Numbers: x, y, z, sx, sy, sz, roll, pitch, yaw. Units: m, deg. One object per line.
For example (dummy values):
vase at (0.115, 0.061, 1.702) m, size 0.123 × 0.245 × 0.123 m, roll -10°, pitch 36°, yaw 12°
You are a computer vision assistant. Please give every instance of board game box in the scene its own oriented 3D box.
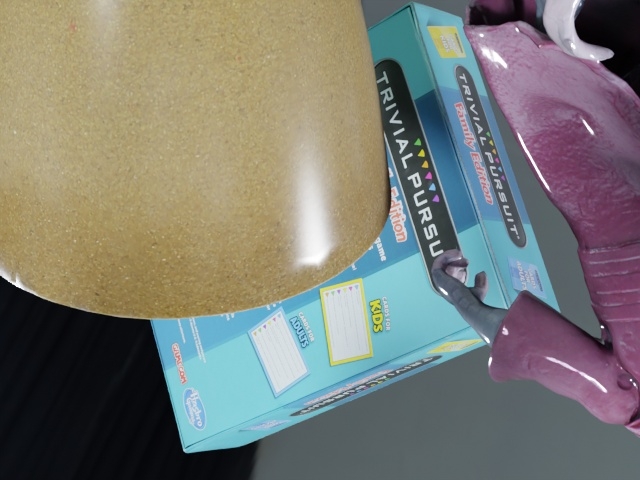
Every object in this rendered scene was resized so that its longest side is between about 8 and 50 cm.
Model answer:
board game box at (0.000, 0.000, 1.210) m, size 0.336 × 0.254 × 0.079 m, roll -26°, pitch 162°, yaw 33°

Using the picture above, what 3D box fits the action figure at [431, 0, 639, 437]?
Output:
action figure at (0.214, 0.000, 0.859) m, size 0.276 × 0.248 × 0.370 m, roll -164°, pitch 61°, yaw -75°

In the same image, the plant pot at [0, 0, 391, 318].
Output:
plant pot at (-0.076, -0.130, 0.765) m, size 0.237 × 0.237 × 0.254 m, roll 13°, pitch 125°, yaw 17°
